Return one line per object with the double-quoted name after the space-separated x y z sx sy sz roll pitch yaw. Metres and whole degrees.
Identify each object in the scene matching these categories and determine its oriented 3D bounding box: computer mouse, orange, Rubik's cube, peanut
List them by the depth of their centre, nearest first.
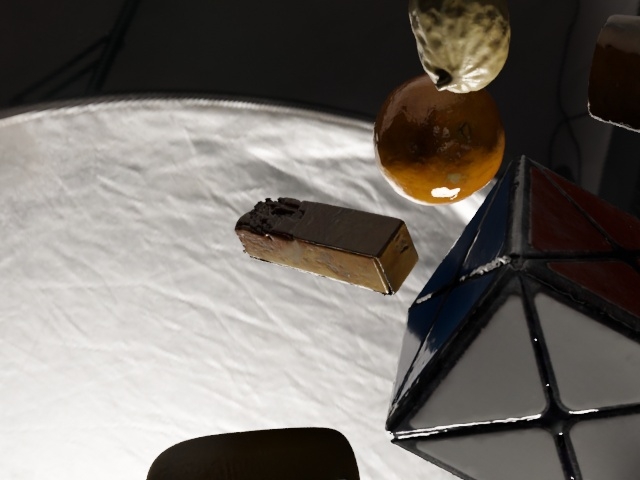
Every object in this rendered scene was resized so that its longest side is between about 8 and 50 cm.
-0.050 0.243 0.869 0.245 0.126 0.056 6 160 -37 "computer mouse"
0.243 0.107 0.953 0.255 0.259 0.260 30 122 -3 "Rubik's cube"
0.198 -0.365 1.326 0.143 0.291 0.159 -3 171 3 "peanut"
0.228 -0.196 1.780 0.261 0.261 0.261 -16 134 -17 "orange"

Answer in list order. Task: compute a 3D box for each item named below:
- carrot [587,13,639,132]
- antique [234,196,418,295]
0.388 -0.121 0.776 0.139 0.302 0.138 -31 126 -55 "carrot"
0.000 0.000 1.478 0.087 0.310 0.093 -53 136 -27 "antique"
